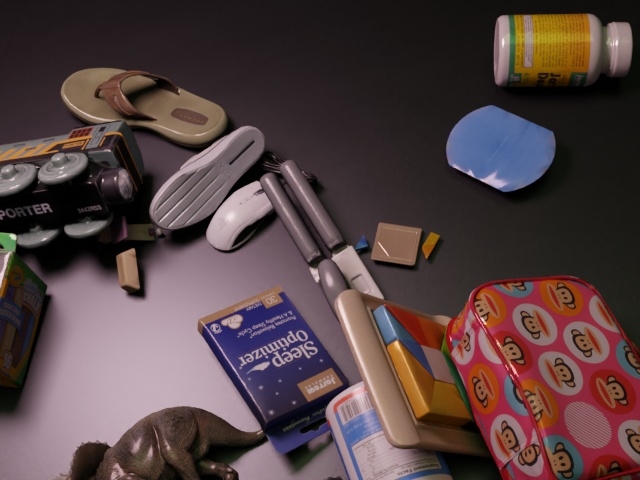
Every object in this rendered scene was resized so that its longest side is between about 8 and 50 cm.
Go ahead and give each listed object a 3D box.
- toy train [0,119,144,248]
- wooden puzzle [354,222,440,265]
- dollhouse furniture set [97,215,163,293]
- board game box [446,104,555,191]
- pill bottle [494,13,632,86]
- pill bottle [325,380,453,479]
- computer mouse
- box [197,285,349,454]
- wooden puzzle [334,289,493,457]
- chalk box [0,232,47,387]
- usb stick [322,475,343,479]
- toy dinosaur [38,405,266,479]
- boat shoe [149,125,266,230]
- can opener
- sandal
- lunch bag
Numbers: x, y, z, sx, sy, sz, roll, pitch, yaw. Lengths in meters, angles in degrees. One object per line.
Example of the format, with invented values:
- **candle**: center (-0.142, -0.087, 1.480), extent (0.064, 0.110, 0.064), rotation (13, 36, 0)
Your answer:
- **toy train**: center (-0.431, -0.086, 1.398), extent (0.333, 0.142, 0.190), rotation (-8, 34, 16)
- **wooden puzzle**: center (0.117, 0.007, 1.372), extent (0.116, 0.014, 0.079), rotation (15, 57, 14)
- **dollhouse furniture set**: center (-0.287, 0.027, 1.404), extent (0.081, 0.091, 0.114), rotation (0, 76, -41)
- **board game box**: center (0.284, -0.138, 1.433), extent (0.168, 0.033, 0.133), rotation (30, 71, 27)
- **pill bottle**: center (0.392, -0.310, 1.475), extent (0.208, 0.118, 0.118), rotation (0, 59, 6)
- **pill bottle**: center (0.097, 0.292, 1.134), extent (0.124, 0.124, 0.221), rotation (-18, 59, -5)
- **computer mouse**: center (-0.102, -0.062, 1.419), extent (0.106, 0.042, 0.193), rotation (35, 68, 22)
- **box**: center (-0.057, 0.174, 1.254), extent (0.136, 0.036, 0.225), rotation (-22, 59, -27)
- **wooden puzzle**: center (0.140, 0.169, 1.165), extent (0.044, 0.238, 0.221), rotation (-41, 54, 29)
- **chalk box**: center (-0.490, 0.090, 1.306), extent (0.132, 0.132, 0.213), rotation (3, 64, 9)
- **usb stick**: center (-0.078, 0.394, 1.137), extent (0.278, 0.045, 0.077), rotation (-29, 53, -12)
- **toy dinosaur**: center (-0.206, 0.283, 1.175), extent (0.313, 0.121, 0.160), rotation (-32, 67, -10)
- **boat shoe**: center (-0.181, -0.095, 1.435), extent (0.226, 0.083, 0.076), rotation (-39, 19, -20)
- **can opener**: center (0.000, 0.000, 1.330), extent (0.074, 0.093, 0.280), rotation (-31, 68, 0)
- **sandal**: center (-0.296, -0.242, 1.523), extent (0.302, 0.086, 0.120), rotation (14, 61, 14)
- **lunch bag**: center (0.321, 0.183, 1.157), extent (0.258, 0.120, 0.293), rotation (-4, 55, -24)
